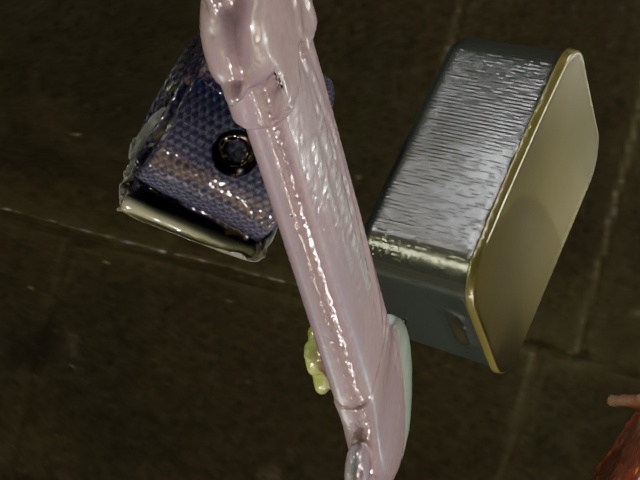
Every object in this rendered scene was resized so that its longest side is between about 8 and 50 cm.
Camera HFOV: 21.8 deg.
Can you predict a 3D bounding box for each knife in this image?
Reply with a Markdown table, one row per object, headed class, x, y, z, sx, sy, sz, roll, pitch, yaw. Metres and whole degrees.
| class | x | y | z | sx | sy | sz | roll | pitch | yaw |
| --- | --- | --- | --- | --- | --- | --- | --- | --- | --- |
| knife | -0.001 | 0.000 | 0.818 | 0.038 | 0.132 | 0.399 | 0 | 139 | 14 |

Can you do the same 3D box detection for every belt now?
| class | x | y | z | sx | sy | sz | roll | pitch | yaw |
| --- | --- | --- | --- | --- | --- | --- | --- | --- | --- |
| belt | -0.056 | -0.066 | 1.138 | 0.126 | 0.230 | 0.140 | 28 | 96 | -11 |

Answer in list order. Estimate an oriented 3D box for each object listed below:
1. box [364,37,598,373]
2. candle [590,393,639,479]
| class | x | y | z | sx | sy | sz | roll | pitch | yaw |
| --- | --- | --- | --- | --- | --- | --- | --- | --- | --- |
| box | 0.109 | -0.028 | 1.123 | 0.201 | 0.090 | 0.144 | -65 | 153 | -22 |
| candle | 0.256 | 0.142 | 1.135 | 0.131 | 0.317 | 0.287 | 33 | 40 | 8 |
